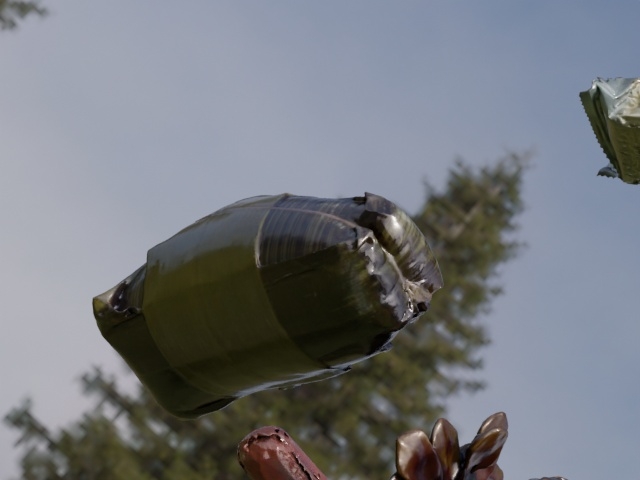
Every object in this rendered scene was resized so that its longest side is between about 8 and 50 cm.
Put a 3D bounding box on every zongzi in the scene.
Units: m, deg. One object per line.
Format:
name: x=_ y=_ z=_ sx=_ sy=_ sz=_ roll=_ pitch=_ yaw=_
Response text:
zongzi: x=0.000 y=0.000 z=1.418 sx=0.289 sy=0.317 sz=0.154 roll=-16 pitch=-67 yaw=34

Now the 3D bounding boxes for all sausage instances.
sausage: x=-0.047 y=0.289 z=2.084 sx=0.141 sy=0.076 sz=0.076 roll=49 pitch=-24 yaw=-21

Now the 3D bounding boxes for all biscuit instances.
biscuit: x=0.435 y=-0.104 z=1.751 sx=0.309 sy=0.079 sz=0.186 roll=12 pitch=-23 yaw=23

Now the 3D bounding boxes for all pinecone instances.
pinecone: x=0.150 y=0.274 z=1.472 sx=0.201 sy=0.202 sz=0.229 roll=26 pitch=-51 yaw=61
